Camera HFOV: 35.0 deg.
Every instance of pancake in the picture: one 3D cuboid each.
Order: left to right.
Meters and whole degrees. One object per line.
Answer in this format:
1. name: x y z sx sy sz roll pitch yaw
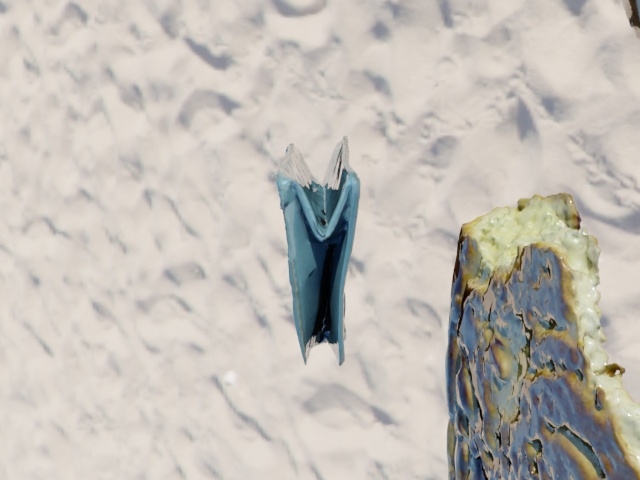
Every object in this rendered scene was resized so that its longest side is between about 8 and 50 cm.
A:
1. pancake: 0.105 0.095 0.498 0.257 0.056 0.212 104 157 -50

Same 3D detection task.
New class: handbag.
1. handbag: 0.000 0.000 0.786 0.221 0.057 0.144 -93 0 -77

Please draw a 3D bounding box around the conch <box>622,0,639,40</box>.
1. conch: 0.166 -0.140 0.451 0.080 0.086 0.232 -19 69 15
